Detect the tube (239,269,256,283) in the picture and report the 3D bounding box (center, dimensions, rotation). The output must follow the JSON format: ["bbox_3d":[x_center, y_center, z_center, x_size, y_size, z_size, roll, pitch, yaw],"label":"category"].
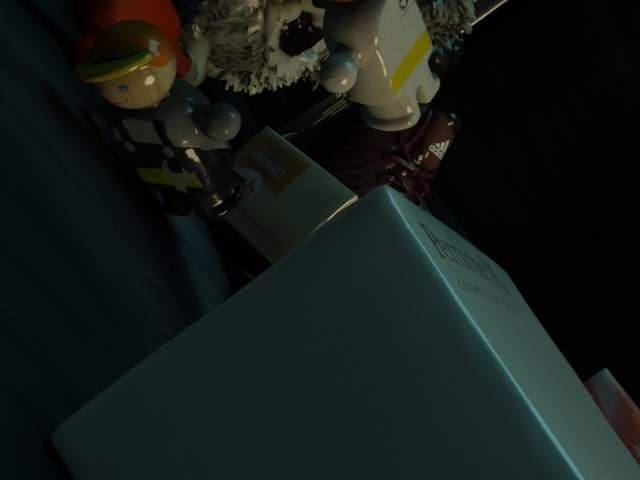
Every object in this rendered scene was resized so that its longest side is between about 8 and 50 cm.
[{"bbox_3d":[0.037,0.109,1.074,0.240,0.070,0.062,49,42,-9],"label":"tube"}]

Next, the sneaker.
[{"bbox_3d":[0.062,-0.036,1.503,0.106,0.162,0.281,48,9,-45],"label":"sneaker"}]

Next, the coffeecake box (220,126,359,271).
[{"bbox_3d":[0.019,0.029,1.173,0.185,0.068,0.142,50,-5,-32],"label":"coffeecake box"}]

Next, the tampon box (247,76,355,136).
[{"bbox_3d":[0.014,-0.113,1.810,0.161,0.101,0.120,49,9,-40],"label":"tampon box"}]

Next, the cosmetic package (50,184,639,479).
[{"bbox_3d":[0.092,0.187,0.642,0.385,0.156,0.217,57,9,15],"label":"cosmetic package"}]

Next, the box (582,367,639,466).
[{"bbox_3d":[0.282,0.274,1.587,0.154,0.142,0.300,50,8,-34],"label":"box"}]

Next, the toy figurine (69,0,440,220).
[{"bbox_3d":[-0.049,-0.140,1.046,0.209,0.213,0.148,-110,176,-50],"label":"toy figurine"}]

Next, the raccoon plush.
[{"bbox_3d":[-0.084,-0.189,1.468,0.299,0.446,0.216,-11,87,-37],"label":"raccoon plush"}]
